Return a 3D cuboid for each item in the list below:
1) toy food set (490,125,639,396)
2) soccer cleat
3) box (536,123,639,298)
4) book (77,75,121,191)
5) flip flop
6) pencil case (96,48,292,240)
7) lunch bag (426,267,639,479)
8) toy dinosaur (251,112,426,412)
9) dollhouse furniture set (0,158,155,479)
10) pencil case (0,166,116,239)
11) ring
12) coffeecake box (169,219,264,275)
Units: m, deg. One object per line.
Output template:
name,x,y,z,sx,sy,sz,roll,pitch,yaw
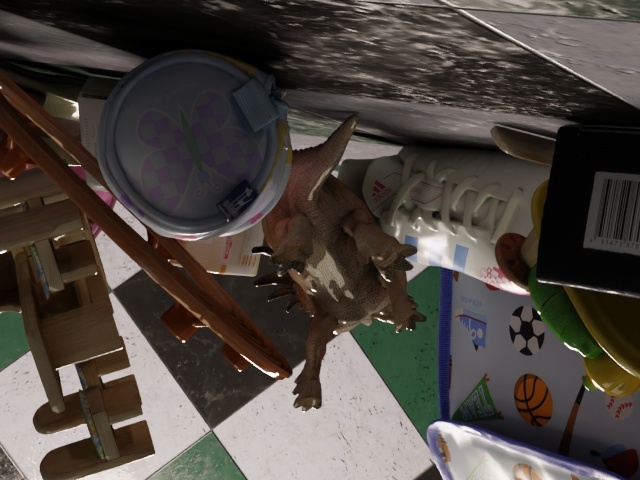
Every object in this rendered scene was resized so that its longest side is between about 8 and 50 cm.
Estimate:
toy food set,0.186,0.028,1.127,0.128,0.217,0.071,3,143,-43
soccer cleat,0.120,-0.025,1.340,0.143,0.116,0.331,20,172,-25
box,0.270,-0.005,1.027,0.207,0.108,0.153,10,179,-40
book,-0.119,-0.076,1.265,0.144,0.096,0.035,8,-144,9
flip flop,-0.268,-0.085,1.255,0.277,0.080,0.112,6,142,-46
pencil case,-0.079,-0.062,1.081,0.113,0.124,0.273,46,178,1
lunch bag,0.280,0.155,1.518,0.239,0.385,0.328,-4,-171,-39
toy dinosaur,0.000,0.000,1.327,0.127,0.295,0.200,-17,-141,-4
dollhouse furniture set,-0.251,0.054,1.256,0.161,0.212,0.242,-17,-153,-7
pencil case,-0.388,-0.089,1.560,0.386,0.167,0.160,9,144,20
ring,-0.146,-0.021,1.030,0.336,0.032,0.336,46,179,1
coffeecake box,-0.091,-0.044,1.389,0.068,0.142,0.185,10,179,7
